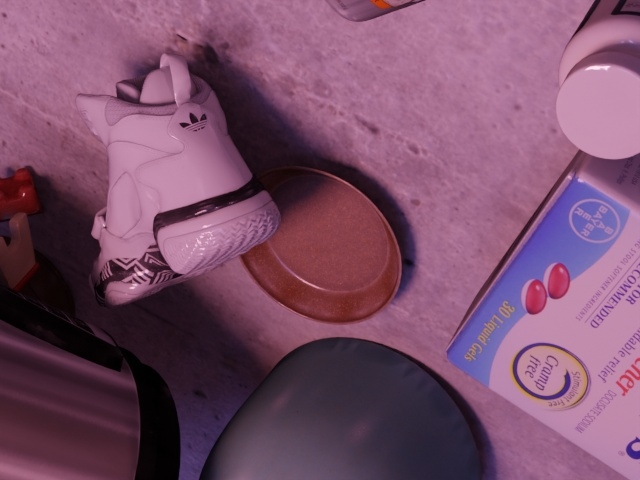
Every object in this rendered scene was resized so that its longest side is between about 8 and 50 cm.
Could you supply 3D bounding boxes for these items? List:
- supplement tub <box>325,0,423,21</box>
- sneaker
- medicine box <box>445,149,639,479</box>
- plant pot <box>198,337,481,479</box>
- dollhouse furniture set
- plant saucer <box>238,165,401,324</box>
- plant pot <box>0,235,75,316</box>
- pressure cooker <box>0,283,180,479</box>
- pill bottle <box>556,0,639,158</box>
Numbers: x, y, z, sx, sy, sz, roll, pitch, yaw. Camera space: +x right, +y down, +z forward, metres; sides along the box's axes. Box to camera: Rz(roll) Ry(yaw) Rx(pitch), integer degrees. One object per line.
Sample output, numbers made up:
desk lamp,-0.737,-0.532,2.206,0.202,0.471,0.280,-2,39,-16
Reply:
supplement tub,0.089,-0.263,1.052,0.190,0.117,0.117,-14,114,35
sneaker,-0.178,-0.058,1.334,0.366,0.137,0.210,-25,86,59
medicine box,0.309,0.067,1.145,0.289,0.149,0.263,33,132,5
plant pot,-0.001,0.289,1.377,0.293,0.235,0.293,12,117,25
dollhouse furniture set,-0.483,0.003,1.508,0.374,0.201,0.152,5,124,18
plant saucer,0.000,0.000,1.340,0.199,0.036,0.198,15,128,20
plant pot,-0.420,0.106,1.558,0.167,0.165,0.167,14,127,20
pressure cooker,-0.350,0.252,1.317,0.420,0.369,0.375,25,123,-33
pill bottle,0.251,-0.142,1.007,0.108,0.180,0.108,15,128,20
